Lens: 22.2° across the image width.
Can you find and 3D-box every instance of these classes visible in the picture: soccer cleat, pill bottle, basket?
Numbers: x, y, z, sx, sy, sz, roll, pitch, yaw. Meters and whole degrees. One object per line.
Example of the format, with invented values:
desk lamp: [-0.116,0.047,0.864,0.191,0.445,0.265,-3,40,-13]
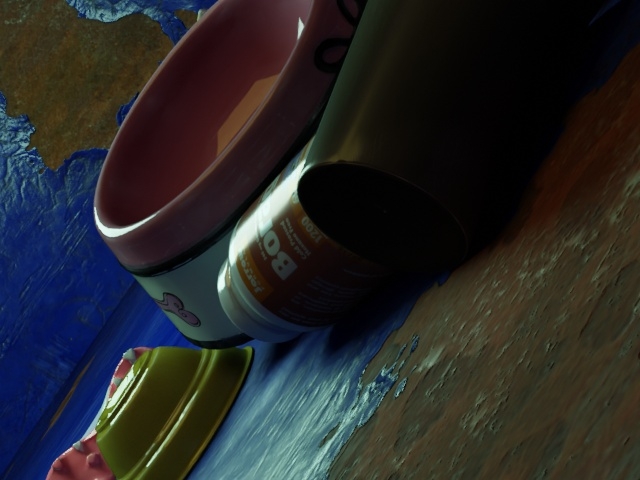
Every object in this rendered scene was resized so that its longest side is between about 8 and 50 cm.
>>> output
soccer cleat: [-0.249,0.242,1.955,0.248,0.083,0.095,-62,-20,-10]
pill bottle: [0.000,0.000,1.305,0.216,0.121,0.121,-45,14,52]
basket: [0.085,-0.104,1.164,0.204,0.154,0.227,-26,34,55]

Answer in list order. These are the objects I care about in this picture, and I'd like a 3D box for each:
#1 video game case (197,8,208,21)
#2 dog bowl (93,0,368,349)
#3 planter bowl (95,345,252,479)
video game case: [-0.112,-0.147,1.876,0.227,0.026,0.206,4,-85,-76]
dog bowl: [-0.060,-0.104,1.584,0.408,0.150,0.408,-40,28,27]
planter bowl: [-0.165,0.174,1.655,0.217,0.090,0.217,-53,9,12]
